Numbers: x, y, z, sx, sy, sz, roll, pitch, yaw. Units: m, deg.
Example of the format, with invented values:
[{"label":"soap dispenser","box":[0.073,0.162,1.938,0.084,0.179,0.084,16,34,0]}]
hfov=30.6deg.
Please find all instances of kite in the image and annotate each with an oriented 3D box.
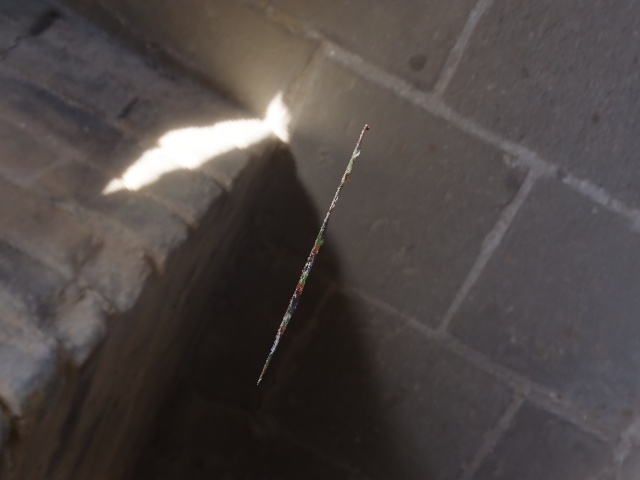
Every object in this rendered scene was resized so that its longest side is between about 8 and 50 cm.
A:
[{"label":"kite","box":[0.000,0.000,0.896,0.006,0.244,0.198,23,151,-1]}]
